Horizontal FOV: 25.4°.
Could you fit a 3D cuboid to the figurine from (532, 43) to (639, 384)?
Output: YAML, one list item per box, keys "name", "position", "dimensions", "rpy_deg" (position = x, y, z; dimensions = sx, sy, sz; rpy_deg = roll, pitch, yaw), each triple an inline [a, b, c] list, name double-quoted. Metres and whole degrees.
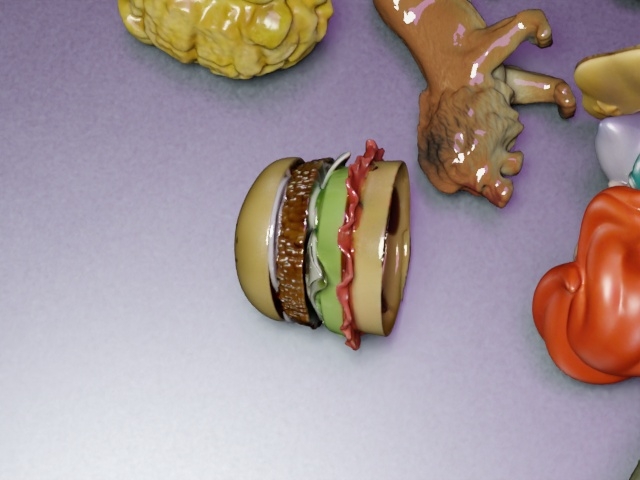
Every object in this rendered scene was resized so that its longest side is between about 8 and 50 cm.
- name: "figurine"
  position: [0.274, -0.017, 1.167]
  dimensions: [0.208, 0.181, 0.257]
  rpy_deg: [-4, 66, 35]

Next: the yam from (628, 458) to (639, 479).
- name: "yam"
  position: [0.327, 0.207, 1.118]
  dimensions: [0.168, 0.168, 0.304]
  rpy_deg: [33, 76, 8]

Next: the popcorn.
- name: "popcorn"
  position: [-0.093, -0.228, 1.253]
  dimensions: [0.163, 0.140, 0.194]
  rpy_deg: [-33, 75, -17]

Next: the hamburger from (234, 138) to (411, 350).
- name: "hamburger"
  position: [0.000, 0.003, 1.177]
  dimensions: [0.137, 0.175, 0.175]
  rpy_deg: [4, 72, 13]

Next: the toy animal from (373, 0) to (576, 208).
- name: "toy animal"
  position: [0.121, -0.177, 1.269]
  dimensions: [0.157, 0.097, 0.312]
  rpy_deg: [-25, 74, -3]
